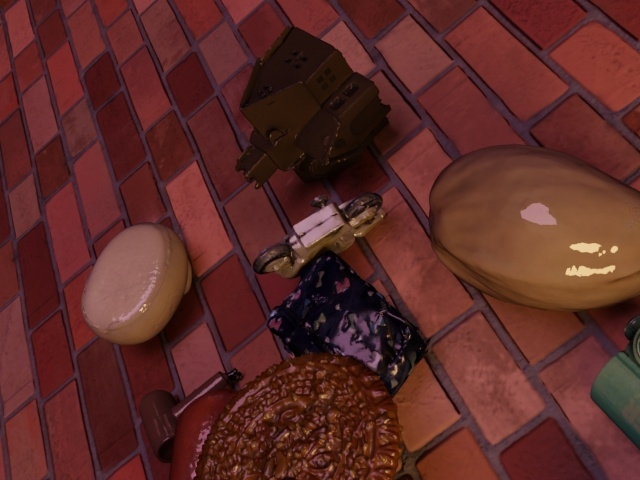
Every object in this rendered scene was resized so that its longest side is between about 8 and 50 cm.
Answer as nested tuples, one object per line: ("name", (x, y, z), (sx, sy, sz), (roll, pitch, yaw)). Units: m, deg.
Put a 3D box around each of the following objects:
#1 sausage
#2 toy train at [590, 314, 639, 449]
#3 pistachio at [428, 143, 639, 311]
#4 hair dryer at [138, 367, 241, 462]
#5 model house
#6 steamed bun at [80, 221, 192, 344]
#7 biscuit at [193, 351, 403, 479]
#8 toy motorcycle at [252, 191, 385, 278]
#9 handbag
("sausage", (-0.147, 0.328, 1.216), (0.148, 0.148, 0.254), (-12, 56, 32))
("toy train", (0.400, 0.192, 0.914), (0.159, 0.101, 0.248), (-61, 38, 22))
("pistachio", (0.288, -0.013, 1.072), (0.332, 0.207, 0.226), (13, 28, 35))
("hair dryer", (-0.204, 0.260, 1.367), (0.182, 0.064, 0.117), (-37, 44, 2))
("model house", (-0.028, -0.178, 1.396), (0.243, 0.211, 0.204), (-47, 43, -4))
("steamed bun", (-0.317, 0.081, 1.510), (0.177, 0.130, 0.228), (3, 63, 28))
("biscuit", (-0.037, 0.271, 1.065), (0.305, 0.038, 0.305), (-20, 45, 22))
("toy motorcycle", (0.000, 0.000, 1.327), (0.229, 0.151, 0.074), (-31, 71, -7))
("handbag", (0.035, 0.134, 1.221), (0.162, 0.113, 0.260), (-49, 46, -3))
